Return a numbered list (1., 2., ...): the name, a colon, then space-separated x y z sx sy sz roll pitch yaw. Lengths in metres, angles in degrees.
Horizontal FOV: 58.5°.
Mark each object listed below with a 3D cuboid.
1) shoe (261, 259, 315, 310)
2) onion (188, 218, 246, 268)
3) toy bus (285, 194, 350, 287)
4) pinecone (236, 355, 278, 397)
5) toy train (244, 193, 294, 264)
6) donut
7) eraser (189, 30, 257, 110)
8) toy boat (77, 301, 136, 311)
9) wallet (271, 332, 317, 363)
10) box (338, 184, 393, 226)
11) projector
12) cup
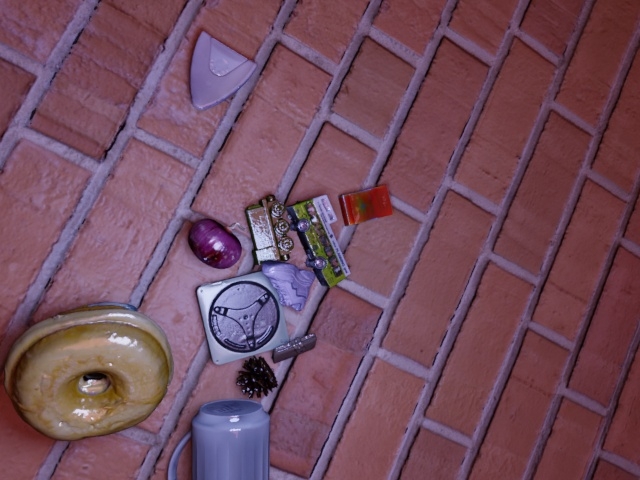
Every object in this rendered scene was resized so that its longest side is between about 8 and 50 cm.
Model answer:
1. shoe: -0.110 0.144 1.830 0.245 0.095 0.137 26 70 -54
2. onion: -0.325 0.007 1.773 0.178 0.177 0.153 16 86 -17
3. toy bus: 0.000 0.000 1.916 0.139 0.113 0.301 -26 99 -17
4. pinecone: -0.205 0.439 1.823 0.121 0.140 0.140 -37 100 -4
5. toy train: -0.171 -0.033 1.870 0.137 0.090 0.225 -15 93 -14
6. donut: -0.638 0.369 1.604 0.450 0.198 0.448 -9 117 -18
7. eraser: -0.345 -0.523 1.842 0.204 0.059 0.243 30 76 -15
8. toy boat: -0.660 0.249 1.720 0.208 0.079 0.134 -4 101 -28
9. wallet: -0.085 0.355 1.876 0.153 0.118 0.038 -17 63 -15
10. box: 0.158 -0.122 1.998 0.175 0.048 0.112 -13 94 -18
11. projector: -0.248 0.243 1.840 0.258 0.079 0.258 -14 94 -19
12. cup: -0.312 0.669 1.748 0.323 0.237 0.326 -1 89 12
